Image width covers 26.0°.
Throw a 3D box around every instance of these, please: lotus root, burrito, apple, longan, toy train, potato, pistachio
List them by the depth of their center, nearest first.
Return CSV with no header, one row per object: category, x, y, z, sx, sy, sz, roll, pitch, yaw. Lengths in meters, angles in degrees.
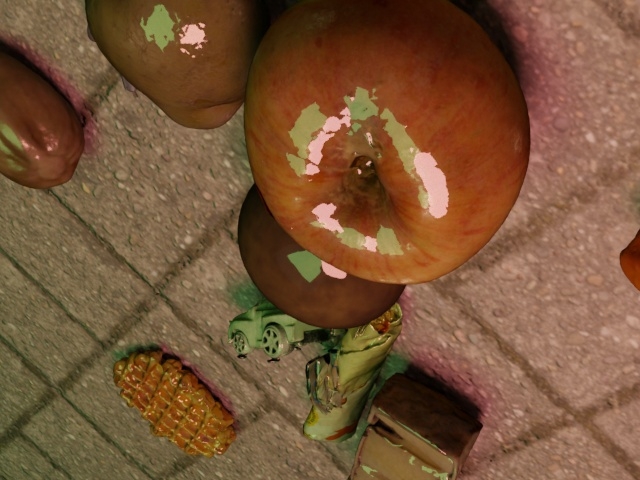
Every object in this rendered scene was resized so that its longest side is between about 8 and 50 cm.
apple,0.057,-0.093,1.178,0.260,0.194,0.261,10,130,12
potato,-0.128,-0.199,1.277,0.235,0.160,0.178,76,170,-56
longan,0.000,0.000,1.368,0.204,0.159,0.185,32,169,50
lotus root,0.100,0.243,1.547,0.119,0.138,0.235,25,140,11
burrito,0.023,0.156,1.547,0.054,0.104,0.288,49,147,21
toy train,-0.036,0.091,1.552,0.149,0.099,0.081,0,95,49
pistachio,-0.341,-0.141,1.562,0.108,0.126,0.185,-36,101,9

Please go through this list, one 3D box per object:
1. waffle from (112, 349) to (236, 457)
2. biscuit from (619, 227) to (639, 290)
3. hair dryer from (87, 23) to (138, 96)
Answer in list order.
waffle,-0.196,0.219,1.852,0.191,0.038,0.191,23,139,21
biscuit,0.417,0.096,1.148,0.318,0.110,0.312,7,133,36
hair dryer,-0.199,-0.188,1.447,0.063,0.037,0.114,21,147,21
